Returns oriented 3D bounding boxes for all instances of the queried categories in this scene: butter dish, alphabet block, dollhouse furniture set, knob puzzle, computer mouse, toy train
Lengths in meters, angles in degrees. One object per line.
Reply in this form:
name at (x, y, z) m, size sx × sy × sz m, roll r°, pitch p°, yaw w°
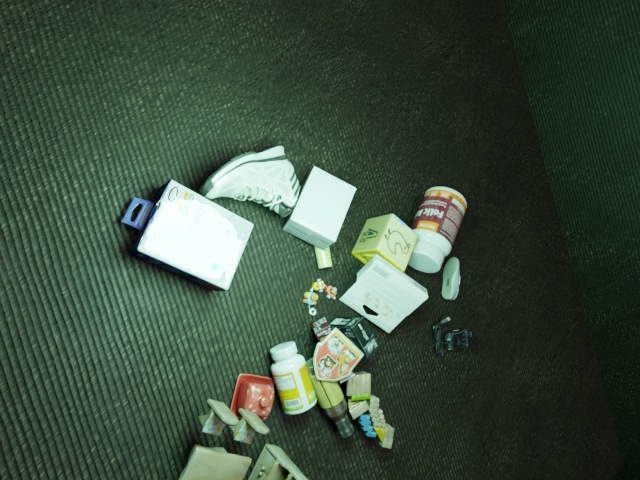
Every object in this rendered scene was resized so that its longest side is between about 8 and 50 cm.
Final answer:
butter dish at (-0.229, 0.583, 1.627) m, size 0.160 × 0.118 × 0.160 m, roll 21°, pitch 72°, yaw -30°
alphabet block at (0.292, 0.019, 2.019) m, size 0.192 × 0.193 × 0.197 m, roll 36°, pitch 65°, yaw -23°
dollhouse furniture set at (-0.255, 0.783, 1.448) m, size 0.394 × 0.256 × 0.362 m, roll 33°, pitch 81°, yaw -36°
knob puzzle at (0.055, 0.468, 1.735) m, size 0.213 × 0.030 × 0.213 m, roll -1°, pitch 92°, yaw -18°
computer mouse at (0.680, 0.479, 2.298) m, size 0.262 × 0.060 × 0.184 m, roll -12°, pitch 94°, yaw -23°
toy train at (0.005, 0.233, 1.880) m, size 0.166 × 0.046 × 0.125 m, roll -42°, pitch 106°, yaw -31°

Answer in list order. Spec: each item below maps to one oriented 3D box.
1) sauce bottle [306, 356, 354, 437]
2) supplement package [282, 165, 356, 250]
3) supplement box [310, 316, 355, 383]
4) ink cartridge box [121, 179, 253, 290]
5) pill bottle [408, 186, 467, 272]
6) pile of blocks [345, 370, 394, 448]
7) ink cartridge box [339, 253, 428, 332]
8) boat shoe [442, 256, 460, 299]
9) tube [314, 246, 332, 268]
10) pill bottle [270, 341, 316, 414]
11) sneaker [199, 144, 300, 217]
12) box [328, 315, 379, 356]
sauce bottle at (0.038, 0.639, 1.807) m, size 0.111 × 0.111 × 0.344 m, roll -28°, pitch 100°, yaw -34°
supplement package at (-0.005, -0.131, 1.837) m, size 0.204 × 0.145 × 0.262 m, roll 27°, pitch 67°, yaw -10°
supplement box at (0.049, 0.447, 1.820) m, size 0.073 × 0.130 × 0.239 m, roll -27°, pitch 99°, yaw -5°
ink cartridge box at (-0.467, -0.023, 1.535) m, size 0.395 × 0.151 × 0.270 m, roll 30°, pitch 67°, yaw -29°
pill bottle at (0.559, -0.053, 2.191) m, size 0.224 × 0.224 × 0.392 m, roll 39°, pitch 63°, yaw -24°
pile of blocks at (0.189, 0.724, 1.906) m, size 0.149 × 0.112 × 0.362 m, roll -24°, pitch 92°, yaw -17°
ink cartridge box at (0.277, 0.238, 1.960) m, size 0.296 × 0.261 × 0.066 m, roll 35°, pitch 25°, yaw -13°
boat shoe at (0.697, 0.205, 2.342) m, size 0.081 × 0.079 × 0.228 m, roll 22°, pitch 76°, yaw -40°
tube at (0.000, 0.000, 1.906) m, size 0.070 × 0.062 × 0.240 m, roll 11°, pitch 68°, yaw -68°
pill bottle at (-0.111, 0.522, 1.704) m, size 0.136 × 0.136 × 0.246 m, roll -19°, pitch 93°, yaw -35°
sneaker at (-0.220, -0.189, 1.653) m, size 0.447 × 0.169 × 0.258 m, roll -34°, pitch 92°, yaw -48°
box at (0.133, 0.400, 1.861) m, size 0.077 × 0.180 × 0.147 m, roll -36°, pitch 104°, yaw -33°
